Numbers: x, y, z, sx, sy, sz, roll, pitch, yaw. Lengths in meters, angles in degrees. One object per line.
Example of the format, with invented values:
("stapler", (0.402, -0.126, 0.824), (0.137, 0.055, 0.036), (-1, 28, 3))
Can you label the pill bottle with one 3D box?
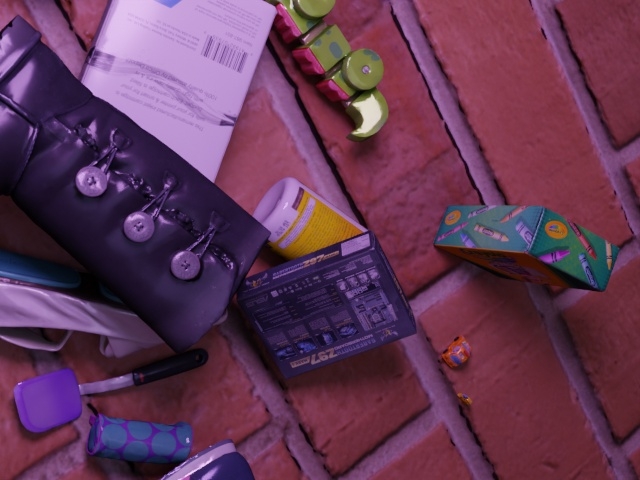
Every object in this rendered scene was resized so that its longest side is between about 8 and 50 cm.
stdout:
("pill bottle", (0.000, 0.000, 1.391), (0.215, 0.117, 0.117), (35, 80, -21))

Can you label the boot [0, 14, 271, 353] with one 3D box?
("boot", (-0.329, -0.003, 1.115), (0.445, 0.146, 0.367), (44, 79, -25))

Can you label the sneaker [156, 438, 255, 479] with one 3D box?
("sneaker", (-0.234, 0.438, 1.302), (0.319, 0.112, 0.131), (-33, 73, -16))

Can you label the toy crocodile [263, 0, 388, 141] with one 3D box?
("toy crocodile", (-0.003, -0.311, 1.372), (0.105, 0.115, 0.340), (-41, 108, -15))

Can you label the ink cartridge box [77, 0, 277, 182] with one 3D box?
("ink cartridge box", (-0.230, -0.239, 1.272), (0.223, 0.129, 0.307), (21, 86, -23))

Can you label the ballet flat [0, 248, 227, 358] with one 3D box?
("ballet flat", (-0.342, 0.104, 1.263), (0.400, 0.139, 0.139), (11, 89, -19))

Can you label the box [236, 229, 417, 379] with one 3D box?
("box", (0.011, 0.105, 1.354), (0.233, 0.059, 0.183), (-21, 121, 12))

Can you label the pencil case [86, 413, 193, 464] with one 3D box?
("pencil case", (-0.276, 0.303, 1.323), (0.152, 0.070, 0.064), (13, 123, -26))

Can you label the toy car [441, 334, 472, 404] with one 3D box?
("toy car", (0.265, 0.235, 1.559), (0.060, 0.040, 0.122), (-28, 103, -19))

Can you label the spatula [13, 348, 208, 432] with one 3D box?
("spatula", (-0.310, 0.217, 1.321), (0.297, 0.030, 0.084), (-13, 99, -22))

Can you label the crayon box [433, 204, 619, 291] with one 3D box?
("crayon box", (0.335, 0.009, 1.445), (0.165, 0.278, 0.081), (25, 83, -22))
